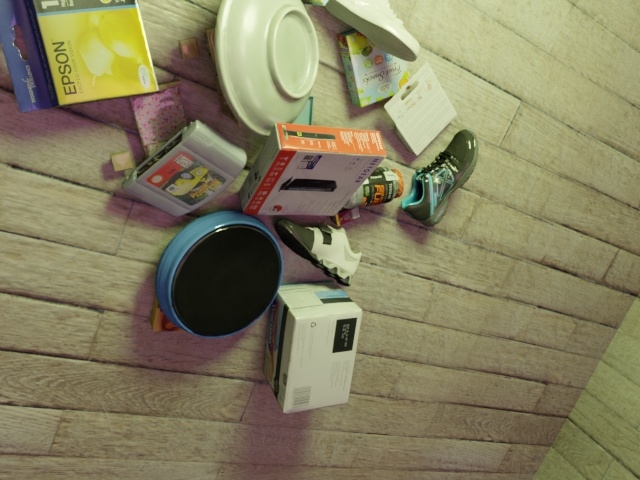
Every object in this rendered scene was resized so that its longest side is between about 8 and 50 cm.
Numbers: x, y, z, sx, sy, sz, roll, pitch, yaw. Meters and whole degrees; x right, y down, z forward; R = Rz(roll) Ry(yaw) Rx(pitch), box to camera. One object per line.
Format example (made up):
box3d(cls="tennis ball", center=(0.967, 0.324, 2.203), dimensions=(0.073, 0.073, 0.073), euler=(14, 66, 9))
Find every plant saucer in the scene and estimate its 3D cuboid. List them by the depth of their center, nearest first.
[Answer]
box3d(cls="plant saucer", center=(-0.097, -0.455, 1.389), dimensions=(0.400, 0.100, 0.401), euler=(-25, 119, -57))
box3d(cls="plant saucer", center=(-0.058, -0.322, 1.645), dimensions=(0.067, 0.018, 0.192), euler=(-6, 114, -23))

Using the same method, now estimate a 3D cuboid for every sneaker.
box3d(cls="sneaker", center=(0.172, -0.619, 1.512), dimensions=(0.292, 0.108, 0.169), euler=(34, 79, -6))
box3d(cls="sneaker", center=(0.000, 0.000, 1.773), dimensions=(0.330, 0.122, 0.146), euler=(38, 75, -32))
box3d(cls="sneaker", center=(0.390, -0.213, 1.847), dimensions=(0.139, 0.125, 0.341), euler=(22, 99, -27))

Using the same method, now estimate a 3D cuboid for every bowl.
box3d(cls="bowl", center=(-0.279, 0.108, 1.653), dimensions=(0.391, 0.077, 0.391), euler=(-17, 120, -31))

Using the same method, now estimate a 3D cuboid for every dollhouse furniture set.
box3d(cls="dollhouse furniture set", center=(-0.362, -0.336, 1.401), dimensions=(0.355, 0.174, 0.303), euler=(-18, 118, -18))

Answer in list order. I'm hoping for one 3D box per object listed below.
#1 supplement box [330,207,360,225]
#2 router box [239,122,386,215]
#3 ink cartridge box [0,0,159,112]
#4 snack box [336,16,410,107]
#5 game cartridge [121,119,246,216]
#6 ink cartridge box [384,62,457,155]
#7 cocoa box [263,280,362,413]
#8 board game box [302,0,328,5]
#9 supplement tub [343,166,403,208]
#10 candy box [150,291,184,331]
box3d(cls="supplement box", center=(0.076, -0.085, 1.793), dimensions=(0.083, 0.055, 0.043), euler=(-22, 120, -16))
box3d(cls="router box", center=(-0.032, -0.183, 1.563), dimensions=(0.301, 0.082, 0.335), euler=(-1, 154, -25))
box3d(cls="ink cartridge box", center=(-0.552, -0.463, 1.276), dimensions=(0.307, 0.072, 0.304), euler=(-15, 103, -21))
box3d(cls="snack box", center=(0.156, -0.511, 1.632), dimensions=(0.174, 0.070, 0.207), euler=(-25, 122, -15))
box3d(cls="game cartridge", center=(-0.342, -0.171, 1.466), dimensions=(0.294, 0.060, 0.196), euler=(-32, 143, 26))
box3d(cls="ink cartridge box", center=(0.299, -0.403, 1.742), dimensions=(0.189, 0.066, 0.232), euler=(-46, 128, 0))
box3d(cls="cocoa box", center=(-0.034, 0.332, 1.823), dimensions=(0.231, 0.228, 0.347), euler=(-3, 113, -24))
box3d(cls="board game box", center=(-0.065, -0.727, 1.385), dimensions=(0.275, 0.144, 0.142), euler=(37, 94, -32))
box3d(cls="supplement tub", center=(0.153, -0.165, 1.757), dimensions=(0.190, 0.117, 0.117), euler=(-10, 116, -21))
box3d(cls="candy box", center=(-0.427, 0.174, 1.669), dimensions=(0.109, 0.053, 0.187), euler=(6, 110, -29))
